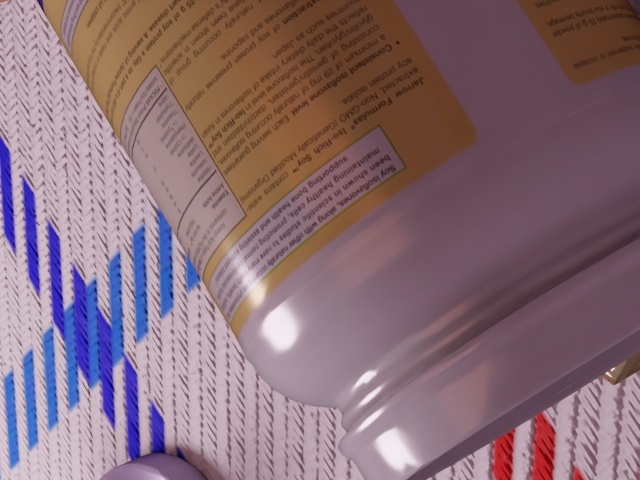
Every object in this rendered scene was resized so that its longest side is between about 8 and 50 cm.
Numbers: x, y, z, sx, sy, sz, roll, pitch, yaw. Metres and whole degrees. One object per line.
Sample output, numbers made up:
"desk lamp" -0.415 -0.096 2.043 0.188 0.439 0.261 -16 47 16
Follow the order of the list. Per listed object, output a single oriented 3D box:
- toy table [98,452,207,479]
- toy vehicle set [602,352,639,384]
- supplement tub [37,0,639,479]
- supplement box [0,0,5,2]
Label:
"toy table" -0.183 0.302 1.207 0.252 0.161 0.274 29 124 35
"toy vehicle set" 0.104 -0.063 0.877 0.267 0.035 0.166 39 129 28
"supplement tub" 0.028 -0.071 0.748 0.241 0.241 0.331 -43 74 44
"supplement box" -0.212 -0.201 1.120 0.098 0.062 0.036 -18 93 47
